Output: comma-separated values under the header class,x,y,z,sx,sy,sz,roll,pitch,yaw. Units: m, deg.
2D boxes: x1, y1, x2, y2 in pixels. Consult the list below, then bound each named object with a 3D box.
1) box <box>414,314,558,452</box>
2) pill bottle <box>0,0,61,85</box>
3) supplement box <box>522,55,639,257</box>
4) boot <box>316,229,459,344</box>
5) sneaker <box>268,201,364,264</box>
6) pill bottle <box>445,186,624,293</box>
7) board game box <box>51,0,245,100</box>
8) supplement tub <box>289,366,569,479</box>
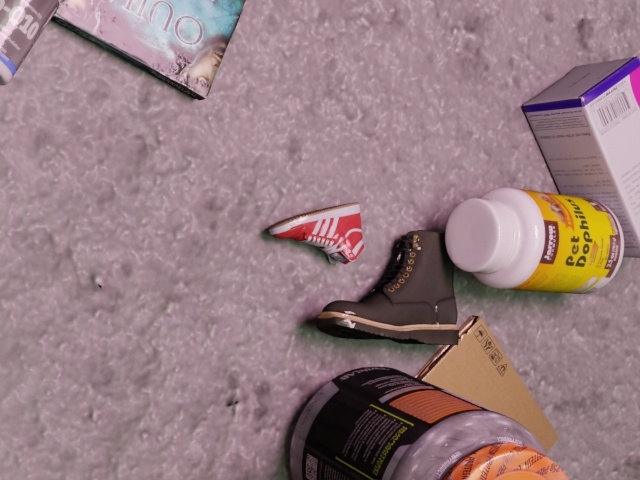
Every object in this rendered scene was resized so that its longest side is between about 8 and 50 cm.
class,x,y,z,sx,sy,sz,roll,pitch,yaw
box,0.185,0.218,1.687,0.164,0.021,0.201,-44,113,-23
pill bottle,-0.295,-0.223,1.343,0.078,0.078,0.137,37,72,-27
supplement box,0.358,-0.099,1.734,0.111,0.114,0.220,-34,107,-28
boot,0.078,0.045,1.594,0.198,0.077,0.137,9,82,-45
sneaker,0.000,0.000,1.554,0.118,0.042,0.067,-14,95,-33
pill bottle,0.247,0.001,1.646,0.215,0.117,0.117,5,89,-42
board game box,-0.174,-0.240,1.449,0.186,0.026,0.126,27,77,-30
supplement tub,0.112,0.250,1.457,0.193,0.316,0.194,-3,98,-24
